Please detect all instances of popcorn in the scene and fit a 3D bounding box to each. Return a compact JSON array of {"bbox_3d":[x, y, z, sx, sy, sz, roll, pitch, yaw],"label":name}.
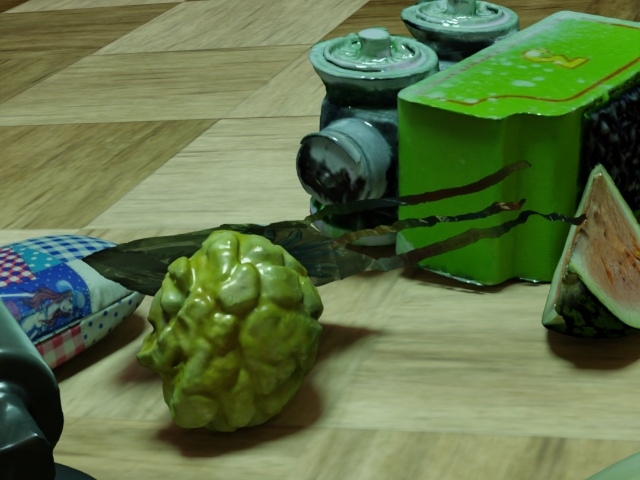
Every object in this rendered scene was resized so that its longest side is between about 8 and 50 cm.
[{"bbox_3d":[-0.056,0.052,0.857,0.116,0.120,0.106,-18,23,-7],"label":"popcorn"}]

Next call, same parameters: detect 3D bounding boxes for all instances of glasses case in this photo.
[{"bbox_3d":[-0.257,0.071,0.941,0.125,0.076,0.327,12,29,40],"label":"glasses case"}]

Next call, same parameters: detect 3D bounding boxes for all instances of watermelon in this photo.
[{"bbox_3d":[0.173,0.025,0.927,0.069,0.087,0.163,-32,11,29],"label":"watermelon"}]

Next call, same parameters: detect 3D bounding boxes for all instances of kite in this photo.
[{"bbox_3d":[0.000,0.002,0.896,0.310,0.015,0.169,-16,-23,30],"label":"kite"}]

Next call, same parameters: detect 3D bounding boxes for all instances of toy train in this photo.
[{"bbox_3d":[0.133,-0.083,1.102,0.249,0.173,0.307,17,30,32],"label":"toy train"}]

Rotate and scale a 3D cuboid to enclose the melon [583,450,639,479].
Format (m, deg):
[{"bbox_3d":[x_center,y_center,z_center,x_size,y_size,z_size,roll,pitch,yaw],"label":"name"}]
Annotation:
[{"bbox_3d":[0.143,0.151,0.374,0.317,0.223,0.223,-19,23,-21],"label":"melon"}]

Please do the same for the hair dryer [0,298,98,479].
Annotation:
[{"bbox_3d":[-0.171,0.084,0.589,0.156,0.320,0.284,-10,31,-6],"label":"hair dryer"}]
